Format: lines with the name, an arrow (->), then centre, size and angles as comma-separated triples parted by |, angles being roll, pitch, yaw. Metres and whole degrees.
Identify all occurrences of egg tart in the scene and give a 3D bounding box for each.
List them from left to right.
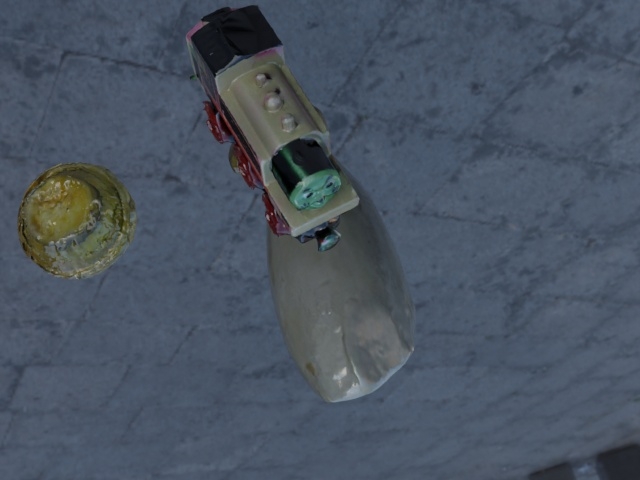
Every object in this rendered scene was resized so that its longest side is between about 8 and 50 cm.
egg tart -> -0.369, -0.035, 1.149 | 0.191, 0.191, 0.074 | -19, 164, 5

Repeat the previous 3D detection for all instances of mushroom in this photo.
mushroom -> 0.000, 0.000, 0.733 | 0.128, 0.350, 0.128 | -14, 141, -12

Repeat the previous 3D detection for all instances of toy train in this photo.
toy train -> -0.026, -0.061, 0.433 | 0.050, 0.138, 0.087 | -27, 157, -11
